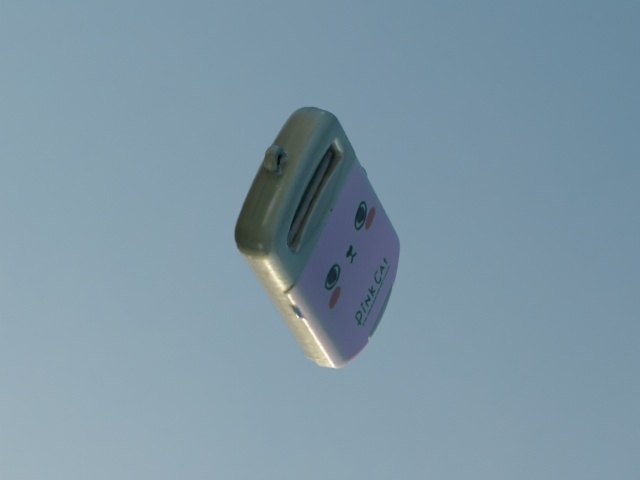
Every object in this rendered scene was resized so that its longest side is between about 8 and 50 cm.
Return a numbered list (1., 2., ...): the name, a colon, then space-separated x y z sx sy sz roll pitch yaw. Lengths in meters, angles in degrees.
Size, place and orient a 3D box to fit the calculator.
1. calculator: 0.000 0.000 1.391 0.045 0.141 0.246 11 -29 28
